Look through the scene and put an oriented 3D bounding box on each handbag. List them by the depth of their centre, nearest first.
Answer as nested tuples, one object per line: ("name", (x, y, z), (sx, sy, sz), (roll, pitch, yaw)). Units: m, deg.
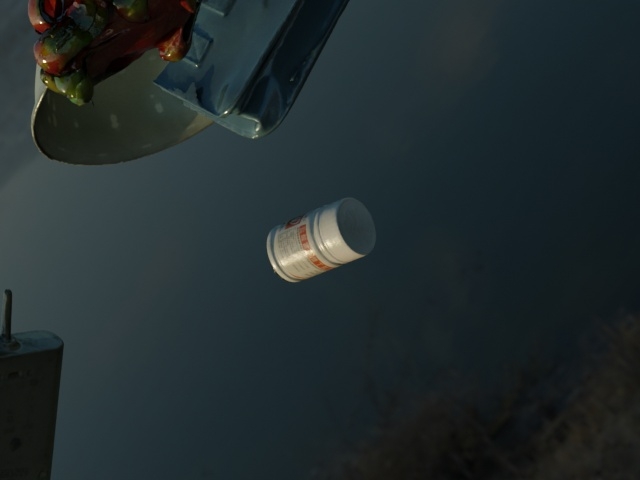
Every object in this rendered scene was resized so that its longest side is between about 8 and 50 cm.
("handbag", (-0.061, -0.224, 1.673), (0.179, 0.062, 0.229), (30, 91, 50))

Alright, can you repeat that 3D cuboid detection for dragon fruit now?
("dragon fruit", (-0.161, -0.169, 1.256), (0.138, 0.142, 0.175), (-17, 42, 55))

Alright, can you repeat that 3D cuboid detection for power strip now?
("power strip", (-0.244, 0.160, 1.278), (0.034, 0.092, 0.268), (31, 120, 46))

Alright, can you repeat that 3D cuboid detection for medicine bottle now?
("medicine bottle", (0.000, 0.000, 1.546), (0.089, 0.057, 0.057), (-21, 30, 37))

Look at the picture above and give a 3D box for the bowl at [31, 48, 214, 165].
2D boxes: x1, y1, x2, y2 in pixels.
("bowl", (-0.211, -0.234, 1.948), (0.313, 0.146, 0.313), (-25, -21, -10))
